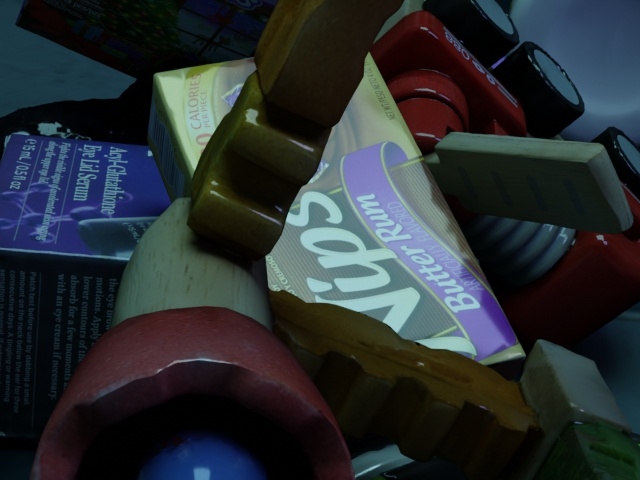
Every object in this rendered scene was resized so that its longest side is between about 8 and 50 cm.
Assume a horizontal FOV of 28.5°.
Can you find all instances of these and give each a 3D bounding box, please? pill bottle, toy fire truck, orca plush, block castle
[{"bbox_3d":[0.280,-0.224,1.222,0.187,0.188,0.334,12,25,6],"label":"pill bottle"},{"bbox_3d":[0.114,-0.023,0.697,0.217,0.158,0.246,43,27,-18],"label":"toy fire truck"},{"bbox_3d":[-0.093,-0.069,0.867,0.287,0.102,0.151,10,25,2],"label":"orca plush"},{"bbox_3d":[0.177,0.031,0.374,0.453,0.303,0.213,24,20,-15],"label":"block castle"}]

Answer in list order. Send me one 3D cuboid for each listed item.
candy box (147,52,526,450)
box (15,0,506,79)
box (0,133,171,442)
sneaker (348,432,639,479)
[{"bbox_3d":[0.000,0.000,0.562,0.109,0.053,0.187,-12,56,-18],"label":"candy box"},{"bbox_3d":[-0.046,-0.147,0.865,0.293,0.057,0.201,22,-22,-17],"label":"box"},{"bbox_3d":[-0.073,0.027,0.663,0.207,0.108,0.153,4,25,-10],"label":"box"},{"bbox_3d":[0.085,0.131,0.520,0.234,0.084,0.097,-6,31,-29],"label":"sneaker"}]
